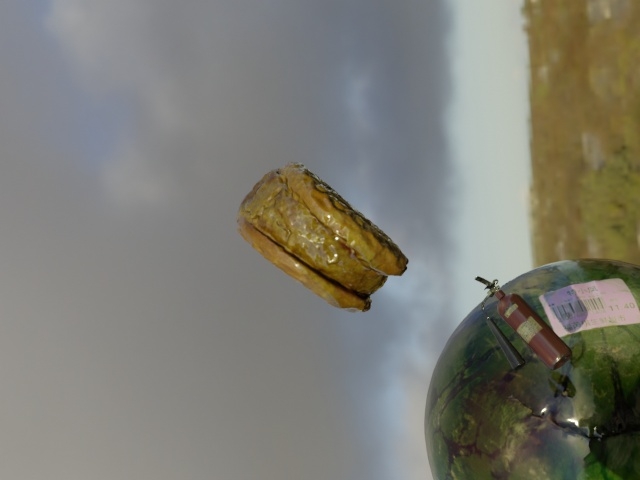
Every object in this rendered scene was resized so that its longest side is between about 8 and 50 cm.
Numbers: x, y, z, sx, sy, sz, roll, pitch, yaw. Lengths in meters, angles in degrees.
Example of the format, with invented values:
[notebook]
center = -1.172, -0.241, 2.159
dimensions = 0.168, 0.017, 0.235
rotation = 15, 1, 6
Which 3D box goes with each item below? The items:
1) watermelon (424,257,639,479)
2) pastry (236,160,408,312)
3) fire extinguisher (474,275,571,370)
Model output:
[watermelon]
center = 0.278, 0.191, 1.378
dimensions = 0.363, 0.363, 0.363
rotation = -5, -90, -80
[pastry]
center = 0.000, 0.000, 0.767
dimensions = 0.097, 0.057, 0.109
rotation = 38, -175, -20
[fire extinguisher]
center = 0.165, 0.075, 1.114
dimensions = 0.100, 0.032, 0.046
rotation = 48, 133, 25
